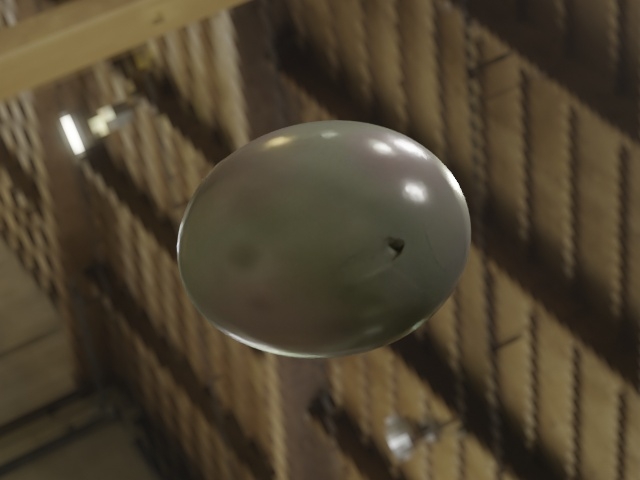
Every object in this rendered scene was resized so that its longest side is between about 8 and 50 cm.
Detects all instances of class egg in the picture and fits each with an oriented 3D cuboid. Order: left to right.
[{"bbox_3d":[0.000,0.000,0.844,0.135,0.103,0.103,-9,-70,28],"label":"egg"}]
